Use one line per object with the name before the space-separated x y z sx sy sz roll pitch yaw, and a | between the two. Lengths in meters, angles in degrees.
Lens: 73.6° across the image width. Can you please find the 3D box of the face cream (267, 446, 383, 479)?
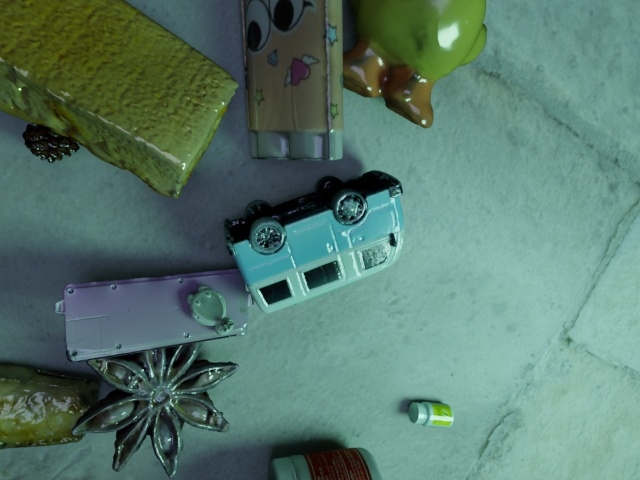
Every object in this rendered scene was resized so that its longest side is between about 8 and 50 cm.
face cream | 0.010 0.490 0.768 0.187 0.201 0.200 0 103 -15

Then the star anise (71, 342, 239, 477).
star anise | -0.260 0.238 0.683 0.236 0.109 0.223 -36 102 -26

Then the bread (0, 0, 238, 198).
bread | -0.264 -0.199 0.546 0.275 0.114 0.184 29 61 -16

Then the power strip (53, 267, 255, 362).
power strip | -0.237 0.108 0.646 0.279 0.037 0.109 -4 79 -29

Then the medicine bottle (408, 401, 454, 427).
medicine bottle | 0.226 0.355 0.872 0.083 0.047 0.047 12 100 -18

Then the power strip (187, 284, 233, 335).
power strip | -0.162 0.106 0.644 0.055 0.035 0.083 -41 95 -31

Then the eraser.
eraser | -0.036 -0.261 0.603 0.087 0.171 0.290 -16 110 -44

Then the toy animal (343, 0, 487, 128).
toy animal | 0.155 -0.352 0.600 0.216 0.191 0.338 25 100 -4

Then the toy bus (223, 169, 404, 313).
toy bus | 0.000 0.000 0.685 0.272 0.133 0.164 -20 112 -6

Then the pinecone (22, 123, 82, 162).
pinecone | -0.362 -0.146 0.587 0.077 0.077 0.083 28 113 -19

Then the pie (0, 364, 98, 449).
pie | -0.501 0.255 0.654 0.283 0.068 0.128 8 100 -12
